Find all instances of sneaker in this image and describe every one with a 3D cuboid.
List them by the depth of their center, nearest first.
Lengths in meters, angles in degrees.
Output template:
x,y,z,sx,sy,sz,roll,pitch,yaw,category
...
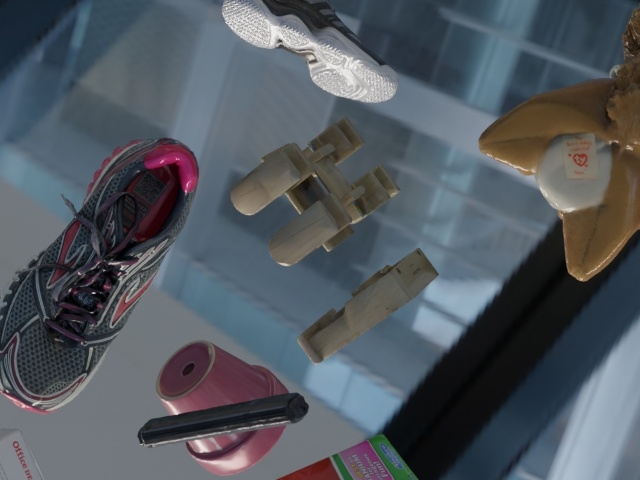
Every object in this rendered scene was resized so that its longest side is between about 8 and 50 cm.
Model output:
x,y,z,sx,sy,sz,roll,pitch,yaw,category
-0.220,0.026,1.479,0.120,0.299,0.112,30,170,-17,sneaker
0.007,-0.310,2.138,0.268,0.153,0.101,29,148,-6,sneaker

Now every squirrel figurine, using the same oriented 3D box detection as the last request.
x,y,z,sx,sy,sz,roll,pitch,yaw,category
0.501,-0.186,2.436,0.281,0.397,0.370,49,-148,9,squirrel figurine

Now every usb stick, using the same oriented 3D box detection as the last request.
x,y,z,sx,sy,sz,roll,pitch,yaw,category
-0.153,0.283,2.397,0.278,0.045,0.077,-12,-171,21,usb stick

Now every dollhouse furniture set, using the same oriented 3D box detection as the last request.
x,y,z,sx,sy,sz,roll,pitch,yaw,category
0.000,0.000,1.877,0.242,0.161,0.212,54,-152,1,dollhouse furniture set

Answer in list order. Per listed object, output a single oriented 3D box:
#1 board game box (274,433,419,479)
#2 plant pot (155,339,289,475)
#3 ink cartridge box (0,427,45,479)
x,y,z,sx,sy,sz,roll,pitch,yaw,category
0.052,0.357,1.715,0.242,0.064,0.316,51,-155,14,board game box
-0.180,0.274,2.642,0.180,0.201,0.201,47,176,-33,plant pot
-0.377,0.276,1.711,0.122,0.089,0.052,-29,-167,-32,ink cartridge box
